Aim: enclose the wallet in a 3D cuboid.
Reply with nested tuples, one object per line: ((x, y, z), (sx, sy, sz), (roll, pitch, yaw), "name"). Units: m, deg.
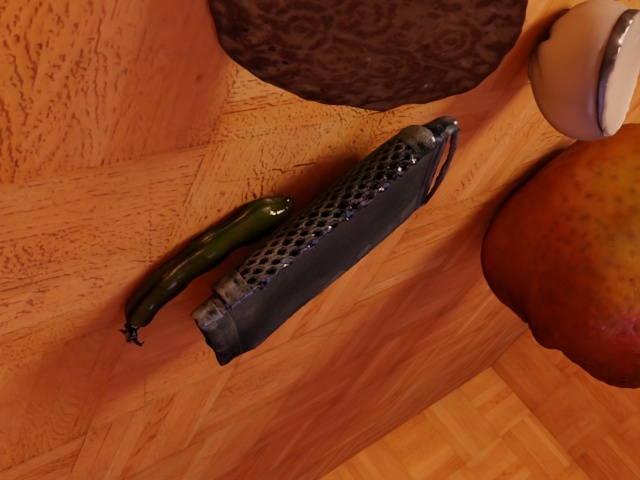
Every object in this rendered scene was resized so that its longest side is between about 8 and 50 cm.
((0.000, 0.000, 0.867), (0.342, 0.075, 0.237), (-38, 169, -13), "wallet")

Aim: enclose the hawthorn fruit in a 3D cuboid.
((0.545, 0.022, 1.385), (0.471, 0.472, 0.472), (-34, 158, -16), "hawthorn fruit")

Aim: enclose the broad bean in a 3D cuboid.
((-0.121, 0.022, 0.784), (0.227, 0.039, 0.069), (-40, 153, 0), "broad bean")

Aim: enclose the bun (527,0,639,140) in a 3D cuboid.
((0.321, -0.210, 0.950), (0.173, 0.120, 0.173), (-31, 128, -48), "bun")

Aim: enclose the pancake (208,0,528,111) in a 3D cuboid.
((0.033, -0.161, 0.548), (0.212, 0.029, 0.235), (-20, 147, 32), "pancake")
